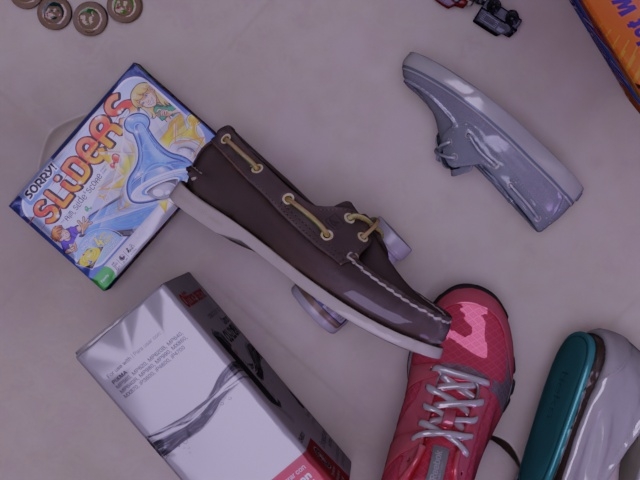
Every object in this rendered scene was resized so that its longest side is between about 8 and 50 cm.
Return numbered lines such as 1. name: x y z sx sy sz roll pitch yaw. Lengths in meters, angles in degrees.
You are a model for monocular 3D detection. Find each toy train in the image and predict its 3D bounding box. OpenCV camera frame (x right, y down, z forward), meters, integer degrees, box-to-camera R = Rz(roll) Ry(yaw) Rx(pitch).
1. toy train: 0.134 -0.256 1.495 0.158 0.027 0.036 33 105 1

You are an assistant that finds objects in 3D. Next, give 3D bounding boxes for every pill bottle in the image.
1. pill bottle: 0.034 0.033 1.495 0.120 0.067 0.067 -43 90 5

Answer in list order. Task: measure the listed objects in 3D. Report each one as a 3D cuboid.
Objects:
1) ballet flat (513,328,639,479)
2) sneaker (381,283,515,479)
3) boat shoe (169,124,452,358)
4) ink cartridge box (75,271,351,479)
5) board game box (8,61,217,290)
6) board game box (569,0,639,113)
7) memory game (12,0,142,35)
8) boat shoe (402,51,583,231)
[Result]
1. ballet flat: 0.240 0.286 1.475 0.139 0.139 0.400 25 93 2
2. sneaker: 0.129 0.201 1.464 0.116 0.136 0.313 15 94 2
3. boat shoe: 0.000 0.000 1.417 0.324 0.116 0.096 33 92 24
4. ink cartridge box: -0.099 0.170 1.446 0.114 0.197 0.273 -41 90 3
5. board game box: -0.208 -0.066 1.521 0.136 0.035 0.201 41 94 1
6. board game box: 0.356 -0.333 1.268 0.357 0.356 0.356 -32 101 11
7. memory game: -0.248 -0.306 1.522 0.186 0.012 0.186 0 93 4
8. boat shoe: 0.160 -0.096 1.474 0.227 0.079 0.081 40 90 -2
